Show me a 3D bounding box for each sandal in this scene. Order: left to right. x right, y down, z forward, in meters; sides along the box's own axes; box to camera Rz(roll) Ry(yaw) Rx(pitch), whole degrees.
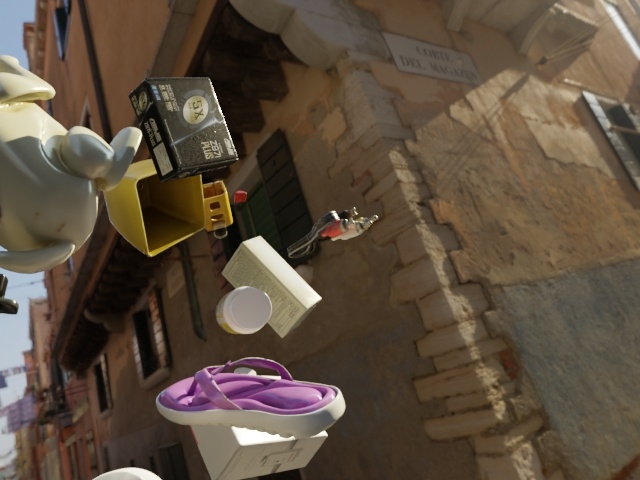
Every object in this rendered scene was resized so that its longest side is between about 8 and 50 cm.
[{"bbox_3d":[-0.138,0.263,0.816,0.415,0.103,0.169,-7,5,32],"label":"sandal"}]

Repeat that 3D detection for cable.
[{"bbox_3d":[0.000,0.000,1.093,0.139,0.072,0.287,-8,-20,-48],"label":"cable"}]

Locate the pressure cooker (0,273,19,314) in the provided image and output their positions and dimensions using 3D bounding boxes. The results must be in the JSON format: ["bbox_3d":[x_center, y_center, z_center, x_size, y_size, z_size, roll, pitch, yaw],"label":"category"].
[{"bbox_3d":[-0.957,0.190,0.995,0.375,0.421,0.370,-9,-28,14],"label":"pressure cooker"}]

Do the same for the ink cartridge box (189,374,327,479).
[{"bbox_3d":[-0.151,0.430,1.055,0.282,0.207,0.117,20,-72,-47],"label":"ink cartridge box"}]

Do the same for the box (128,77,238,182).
[{"bbox_3d":[-0.268,-0.221,0.882,0.077,0.180,0.147,-16,5,42],"label":"box"}]

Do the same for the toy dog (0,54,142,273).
[{"bbox_3d":[-0.596,-0.147,0.765,0.284,0.396,0.407,-26,-46,32],"label":"toy dog"}]

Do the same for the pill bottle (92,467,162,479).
[{"bbox_3d":[-0.267,0.396,0.607,0.136,0.136,0.246,-11,-34,-23],"label":"pill bottle"}]

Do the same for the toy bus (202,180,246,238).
[{"bbox_3d":[-0.320,-0.077,1.361,0.202,0.104,0.191,26,-69,-40],"label":"toy bus"}]

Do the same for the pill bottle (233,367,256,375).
[{"bbox_3d":[-0.234,0.452,1.311,0.078,0.137,0.078,12,8,-2],"label":"pill bottle"}]

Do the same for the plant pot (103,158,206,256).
[{"bbox_3d":[-0.459,-0.113,1.198,0.187,0.212,0.212,17,32,26],"label":"plant pot"}]

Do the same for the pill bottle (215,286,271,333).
[{"bbox_3d":[-0.199,0.182,1.150,0.119,0.119,0.208,-11,-6,-23],"label":"pill bottle"}]

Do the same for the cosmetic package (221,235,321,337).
[{"bbox_3d":[-0.167,0.152,1.493,0.160,0.309,0.113,-51,-12,28],"label":"cosmetic package"}]
